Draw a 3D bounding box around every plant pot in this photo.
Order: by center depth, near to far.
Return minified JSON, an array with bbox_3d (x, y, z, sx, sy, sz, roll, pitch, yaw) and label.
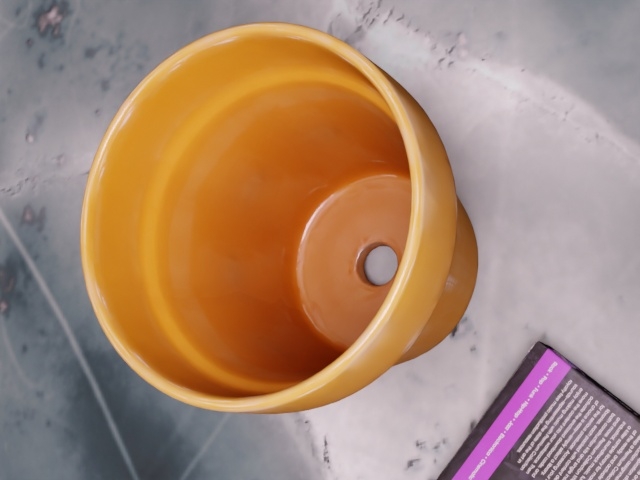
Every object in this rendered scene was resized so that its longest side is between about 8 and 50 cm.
[{"bbox_3d":[0.000,0.000,0.739,0.205,0.188,0.205,-5,78,27],"label":"plant pot"}]

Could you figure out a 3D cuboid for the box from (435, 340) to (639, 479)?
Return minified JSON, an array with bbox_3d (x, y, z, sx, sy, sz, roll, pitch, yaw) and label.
[{"bbox_3d":[0.154,0.151,0.721,0.162,0.029,0.116,40,100,29],"label":"box"}]
